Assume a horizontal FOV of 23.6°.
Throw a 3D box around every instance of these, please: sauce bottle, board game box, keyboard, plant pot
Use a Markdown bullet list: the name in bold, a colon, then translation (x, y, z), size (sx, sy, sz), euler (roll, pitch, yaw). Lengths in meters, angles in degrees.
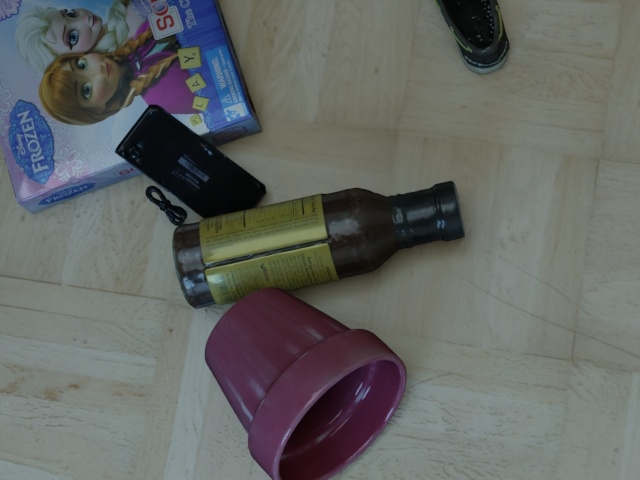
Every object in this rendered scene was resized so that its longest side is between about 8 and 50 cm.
- **sauce bottle**: translation (0.000, 0.000, 1.837), size (0.344, 0.111, 0.111), euler (-10, 76, 5)
- **board game box**: translation (-0.274, -0.236, 1.953), size (0.318, 0.066, 0.319), euler (-20, 76, 4)
- **keyboard**: translation (-0.167, -0.076, 1.884), size (0.180, 0.023, 0.108), euler (37, 96, -12)
- **plant pot**: translation (-0.031, 0.157, 1.775), size (0.201, 0.201, 0.180), euler (-46, 59, -3)

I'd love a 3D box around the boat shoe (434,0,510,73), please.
- **boat shoe**: translation (0.175, -0.321, 1.903), size (0.081, 0.069, 0.228), euler (-22, 75, 3)
